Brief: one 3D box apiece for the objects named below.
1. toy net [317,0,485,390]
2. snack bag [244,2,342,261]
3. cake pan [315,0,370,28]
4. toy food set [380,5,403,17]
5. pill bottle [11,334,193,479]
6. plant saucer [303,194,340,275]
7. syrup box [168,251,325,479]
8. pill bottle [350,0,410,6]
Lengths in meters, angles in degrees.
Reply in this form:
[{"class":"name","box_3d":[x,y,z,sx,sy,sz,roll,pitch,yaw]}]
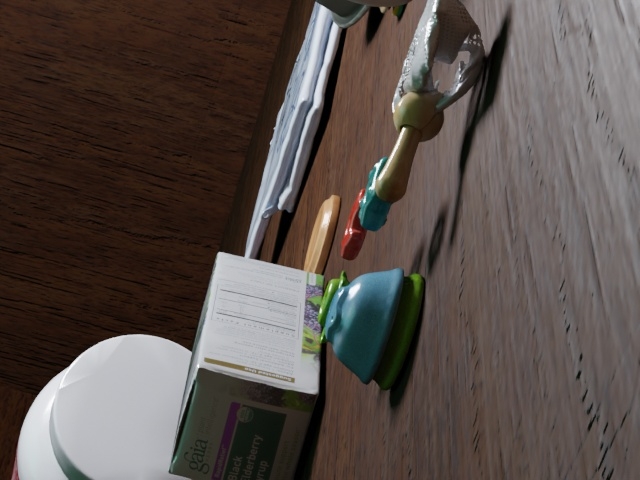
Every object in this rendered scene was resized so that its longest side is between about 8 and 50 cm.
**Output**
[{"class":"toy net","box_3d":[0.051,-0.037,1.057,0.122,0.045,0.232,-94,21,-80]},{"class":"snack bag","box_3d":[-0.024,-0.150,2.222,0.342,0.037,0.323,111,173,-47]},{"class":"cake pan","box_3d":[0.039,-0.346,1.760,0.293,0.054,0.293,-165,90,-76]},{"class":"toy food set","box_3d":[0.065,-0.226,1.556,0.083,0.020,0.082,-86,12,-63]},{"class":"pill bottle","box_3d":[-0.216,0.260,2.011,0.407,0.229,0.229,114,170,-61]},{"class":"plant saucer","box_3d":[0.000,0.000,1.641,0.083,0.013,0.083,-165,90,-84]},{"class":"syrup box","box_3d":[-0.054,0.100,1.464,0.237,0.096,0.093,-90,14,-69]},{"class":"pill bottle","box_3d":[0.054,-0.266,1.251,0.117,0.118,0.208,-82,9,-54]}]
